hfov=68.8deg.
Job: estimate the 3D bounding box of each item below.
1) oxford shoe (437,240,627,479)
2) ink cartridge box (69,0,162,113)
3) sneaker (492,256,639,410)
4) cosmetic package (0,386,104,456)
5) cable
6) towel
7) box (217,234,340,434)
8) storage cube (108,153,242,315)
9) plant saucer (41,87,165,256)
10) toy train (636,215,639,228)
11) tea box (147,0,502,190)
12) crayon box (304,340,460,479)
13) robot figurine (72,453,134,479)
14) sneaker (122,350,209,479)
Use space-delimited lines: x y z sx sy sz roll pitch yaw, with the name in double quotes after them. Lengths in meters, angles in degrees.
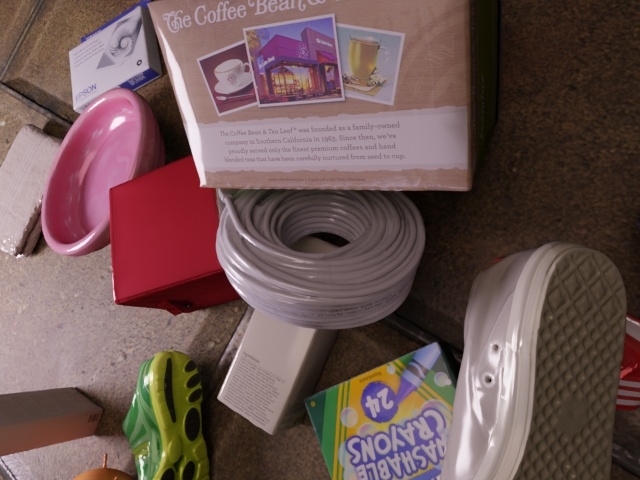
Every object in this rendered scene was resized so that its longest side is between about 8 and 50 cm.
0.193 0.220 0.479 0.130 0.169 0.449 180 103 -70 "oxford shoe"
-0.459 -0.417 1.031 0.223 0.045 0.224 -20 71 19 "ink cartridge box"
0.286 0.118 0.559 0.221 0.087 0.128 31 91 28 "sneaker"
-0.500 0.303 0.782 0.099 0.239 0.060 22 89 27 "cosmetic package"
0.000 0.000 0.587 0.257 0.089 0.257 -3 41 -6 "cable"
-0.665 -0.113 1.056 0.187 0.049 0.282 26 89 25 "towel"
-0.039 0.131 0.696 0.113 0.094 0.275 24 88 26 "box"
-0.191 -0.001 0.744 0.193 0.184 0.215 -18 71 18 "storage cube"
-0.409 -0.124 0.895 0.332 0.084 0.332 -14 65 33 "plant saucer"
0.444 0.072 0.448 0.190 0.142 0.334 -10 74 4 "toy train"
0.041 -0.220 0.581 0.329 0.323 0.220 4 119 26 "tea box"
0.132 0.316 0.585 0.203 0.083 0.323 -29 69 16 "crayon box"
-0.365 0.470 0.748 0.128 0.158 0.219 13 84 9 "robot figurine"
-0.251 0.329 0.757 0.123 0.109 0.295 -12 75 45 "sneaker"
